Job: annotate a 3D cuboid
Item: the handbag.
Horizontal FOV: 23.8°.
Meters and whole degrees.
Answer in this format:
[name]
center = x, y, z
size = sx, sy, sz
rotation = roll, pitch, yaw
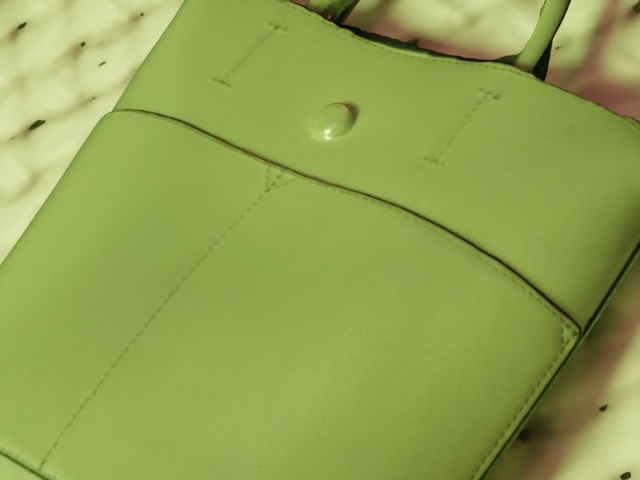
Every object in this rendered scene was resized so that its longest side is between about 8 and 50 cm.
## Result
[handbag]
center = 0.000, 0.000, 0.573
size = 0.241, 0.109, 0.315
rotation = 23, 68, 32
